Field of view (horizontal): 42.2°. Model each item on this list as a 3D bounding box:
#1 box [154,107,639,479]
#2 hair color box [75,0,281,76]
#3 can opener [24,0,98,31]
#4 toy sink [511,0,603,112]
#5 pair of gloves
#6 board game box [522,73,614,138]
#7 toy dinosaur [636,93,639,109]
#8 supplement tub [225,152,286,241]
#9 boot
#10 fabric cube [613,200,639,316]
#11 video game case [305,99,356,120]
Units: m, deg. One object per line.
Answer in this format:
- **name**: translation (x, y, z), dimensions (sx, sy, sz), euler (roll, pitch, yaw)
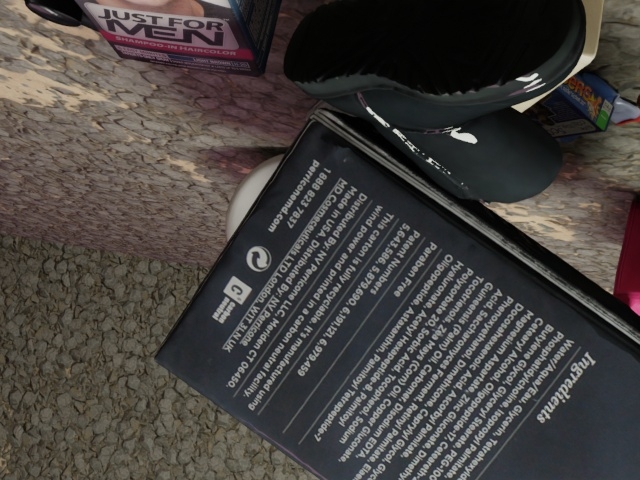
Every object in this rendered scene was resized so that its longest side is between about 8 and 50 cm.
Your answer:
- **box**: translation (0.139, 0.102, 0.956), dimensions (0.472, 0.297, 0.480), euler (34, -170, 3)
- **hair color box**: translation (-0.155, -0.275, 0.746), dimensions (0.174, 0.105, 0.347), euler (9, 167, 10)
- **can opener**: translation (-0.278, -0.273, 0.991), dimensions (0.059, 0.073, 0.186), euler (-8, 168, 37)
- **toy sink**: translation (0.139, -0.195, 0.717), dimensions (0.131, 0.153, 0.234), euler (14, 167, -10)
- **pair of gloves**: translation (0.290, -0.161, 1.032), dimensions (0.159, 0.023, 0.198), euler (17, 166, -22)
- **board game box**: translation (0.218, -0.164, 0.969), dimensions (0.136, 0.035, 0.201), euler (32, 164, -28)
- **toy dinosaur**: translation (0.404, -0.151, 0.937), dimensions (0.082, 0.047, 0.090), euler (26, -170, 41)
- **supplement tub**: translation (0.000, 0.000, 1.530), dimensions (0.241, 0.241, 0.331), euler (6, 167, 25)
- **boot**: translation (0.119, -0.098, 0.586), dimensions (0.207, 0.094, 0.246), euler (26, 168, -38)
- **fabric cube**: translation (0.585, 0.117, 1.256), dimensions (0.258, 0.254, 0.259), euler (7, 128, 24)
- **video game case**: translation (0.073, -0.174, 1.190), dimensions (0.157, 0.019, 0.143), euler (15, 168, -17)
